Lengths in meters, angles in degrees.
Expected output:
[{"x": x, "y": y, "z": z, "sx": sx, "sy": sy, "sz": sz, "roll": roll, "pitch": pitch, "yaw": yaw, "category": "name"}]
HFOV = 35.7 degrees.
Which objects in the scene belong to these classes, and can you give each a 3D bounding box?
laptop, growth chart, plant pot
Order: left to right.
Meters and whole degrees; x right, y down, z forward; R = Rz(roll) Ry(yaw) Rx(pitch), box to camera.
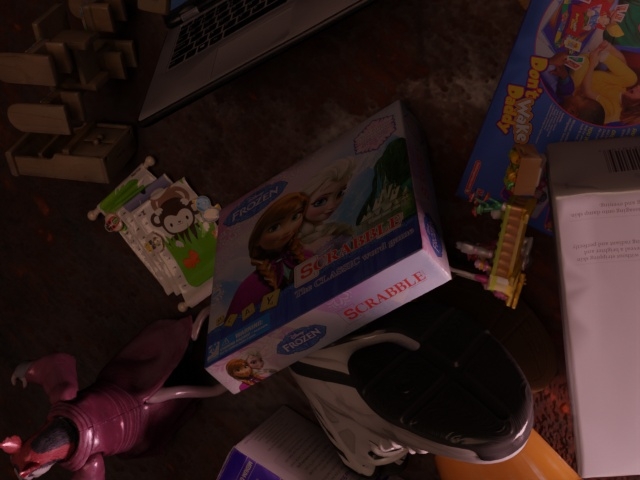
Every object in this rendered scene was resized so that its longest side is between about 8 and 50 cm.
[{"x": -0.224, "y": -0.012, "z": 1.502, "sx": 0.237, "sy": 0.021, "sz": 0.172, "roll": 47, "pitch": 110, "yaw": 6, "category": "growth chart"}, {"x": -0.118, "y": -0.414, "z": 1.288, "sx": 0.382, "sy": 0.408, "sz": 0.236, "roll": -25, "pitch": 124, "yaw": 22, "category": "laptop"}, {"x": 0.251, "y": 0.335, "z": 1.308, "sx": 0.205, "sy": 0.205, "sz": 0.188, "roll": -40, "pitch": 69, "yaw": 21, "category": "plant pot"}]

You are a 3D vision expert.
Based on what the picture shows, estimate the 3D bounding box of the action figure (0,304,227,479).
[{"x": -0.286, "y": 0.257, "z": 1.380, "sx": 0.276, "sy": 0.370, "sz": 0.248, "roll": -17, "pitch": 92, "yaw": 23, "category": "action figure"}]

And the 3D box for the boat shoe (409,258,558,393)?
[{"x": 0.163, "y": 0.094, "z": 1.342, "sx": 0.341, "sy": 0.122, "sz": 0.110, "roll": 38, "pitch": 147, "yaw": 15, "category": "boat shoe"}]

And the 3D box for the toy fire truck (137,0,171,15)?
[{"x": -0.232, "y": -0.436, "z": 1.282, "sx": 0.217, "sy": 0.158, "sz": 0.246, "roll": 9, "pitch": 68, "yaw": 32, "category": "toy fire truck"}]

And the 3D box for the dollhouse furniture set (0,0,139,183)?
[{"x": -0.379, "y": -0.214, "z": 1.425, "sx": 0.161, "sy": 0.212, "sz": 0.242, "roll": 6, "pitch": 128, "yaw": 17, "category": "dollhouse furniture set"}]

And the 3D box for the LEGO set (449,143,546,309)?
[{"x": 0.194, "y": -0.003, "z": 1.183, "sx": 0.107, "sy": 0.287, "sz": 0.132, "roll": 16, "pitch": 66, "yaw": 17, "category": "LEGO set"}]

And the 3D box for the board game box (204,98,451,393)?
[{"x": 0.000, "y": 0.000, "z": 1.276, "sx": 0.319, "sy": 0.318, "sz": 0.066, "roll": -30, "pitch": 123, "yaw": 20, "category": "board game box"}]

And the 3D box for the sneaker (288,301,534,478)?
[{"x": 0.120, "y": 0.215, "z": 1.277, "sx": 0.447, "sy": 0.169, "sz": 0.257, "roll": 22, "pitch": 145, "yaw": 51, "category": "sneaker"}]

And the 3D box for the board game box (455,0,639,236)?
[{"x": 0.336, "y": -0.169, "z": 1.207, "sx": 0.233, "sy": 0.078, "sz": 0.347, "roll": 26, "pitch": 118, "yaw": 14, "category": "board game box"}]

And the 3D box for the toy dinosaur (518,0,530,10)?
[{"x": 0.293, "y": -0.305, "z": 1.260, "sx": 0.093, "sy": 0.053, "sz": 0.183, "roll": -1, "pitch": 100, "yaw": 34, "category": "toy dinosaur"}]

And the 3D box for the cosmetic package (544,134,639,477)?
[{"x": 0.387, "y": 0.079, "z": 1.159, "sx": 0.217, "sy": 0.156, "sz": 0.385, "roll": -5, "pitch": 116, "yaw": 11, "category": "cosmetic package"}]

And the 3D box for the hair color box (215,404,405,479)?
[{"x": 0.035, "y": 0.383, "z": 1.387, "sx": 0.339, "sy": 0.185, "sz": 0.110, "roll": 29, "pitch": 108, "yaw": 14, "category": "hair color box"}]
